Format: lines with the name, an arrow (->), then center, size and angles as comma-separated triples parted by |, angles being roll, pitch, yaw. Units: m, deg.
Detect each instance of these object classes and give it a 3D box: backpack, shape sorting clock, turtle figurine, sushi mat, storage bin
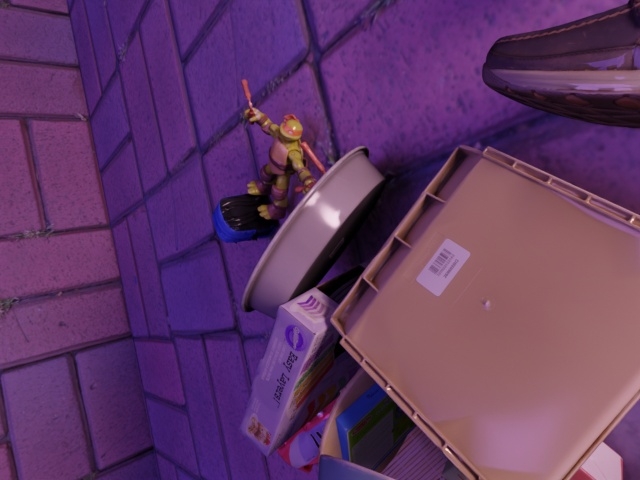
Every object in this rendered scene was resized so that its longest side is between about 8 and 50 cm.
backpack -> -0.166, -0.040, 0.906 | 0.101, 0.120, 0.097 | -47, 63, 44
shape sorting clock -> 0.074, 0.244, 0.583 | 0.040, 0.206, 0.205 | 25, 116, 42
turtle figurine -> -0.080, -0.158, 0.807 | 0.269, 0.087, 0.217 | 50, 140, 19
sushi mat -> 0.134, 0.377, 0.719 | 0.151, 0.019, 0.316 | 50, 132, 30
storage bin -> 0.183, 0.074, 0.433 | 0.260, 0.123, 0.262 | 41, 99, 38

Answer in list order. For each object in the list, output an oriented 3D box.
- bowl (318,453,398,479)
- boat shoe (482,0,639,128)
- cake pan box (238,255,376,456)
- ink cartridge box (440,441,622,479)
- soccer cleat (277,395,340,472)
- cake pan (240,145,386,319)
bowl -> 0.118, 0.338, 0.387 | 0.312, 0.312, 0.163 | -14, 45, 50
boat shoe -> 0.314, -0.160, 0.330 | 0.356, 0.133, 0.130 | 16, 100, 38
cake pan box -> 0.012, 0.158, 0.639 | 0.070, 0.246, 0.266 | 34, 122, 25
ink cartridge box -> 0.234, 0.281, 0.516 | 0.115, 0.067, 0.198 | 40, 129, 12
soccer cleat -> -0.004, 0.387, 0.851 | 0.095, 0.083, 0.248 | 38, 125, 2
cake pan -> 0.000, 0.000, 0.618 | 0.054, 0.293, 0.293 | 36, 128, 8
